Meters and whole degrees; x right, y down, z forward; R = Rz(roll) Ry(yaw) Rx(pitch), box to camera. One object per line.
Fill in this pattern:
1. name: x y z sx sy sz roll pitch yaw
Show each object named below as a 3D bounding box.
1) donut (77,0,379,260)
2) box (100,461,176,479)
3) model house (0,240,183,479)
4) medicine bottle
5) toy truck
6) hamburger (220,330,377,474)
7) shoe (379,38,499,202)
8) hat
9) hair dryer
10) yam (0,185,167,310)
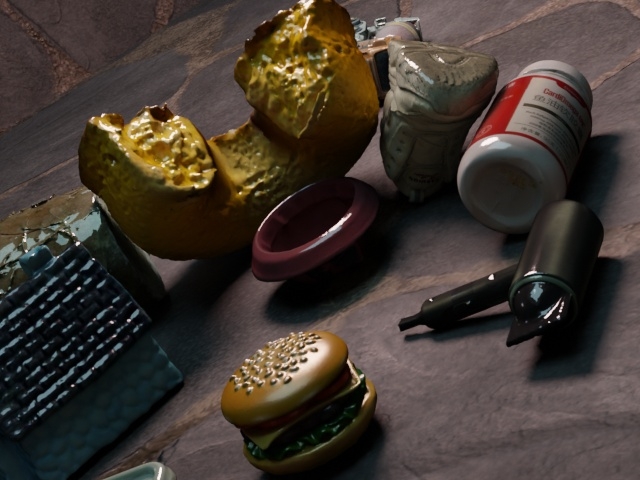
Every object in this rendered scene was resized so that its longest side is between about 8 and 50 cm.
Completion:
1. donut: -0.097 -0.122 1.938 0.435 0.163 0.377 -32 -21 4
2. box: -0.224 0.343 1.226 0.294 0.167 0.193 -23 23 16
3. model house: -0.364 0.153 1.740 0.261 0.241 0.226 -42 26 -28
4. medicine bottle: 0.257 -0.120 1.707 0.131 0.131 0.250 -15 25 32
5. toy truck: 0.107 -0.323 2.404 0.140 0.108 0.256 -12 21 8
6. hamburger: -0.022 0.165 1.440 0.162 0.115 0.162 -24 21 10
7. shoe: 0.148 -0.150 1.843 0.132 0.210 0.342 4 11 -5
8. hat: 0.000 0.000 1.826 0.205 0.089 0.205 -26 26 14
9. hair dryer: 0.176 0.071 1.493 0.248 0.078 0.195 -27 20 35
10. yam: -0.418 0.071 2.015 0.348 0.241 0.241 -25 21 2
